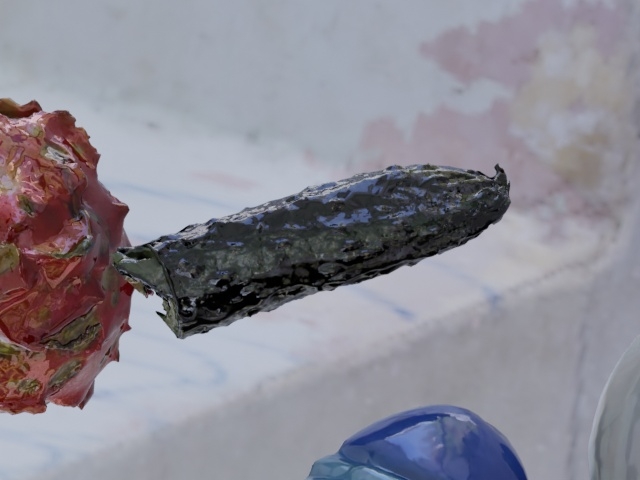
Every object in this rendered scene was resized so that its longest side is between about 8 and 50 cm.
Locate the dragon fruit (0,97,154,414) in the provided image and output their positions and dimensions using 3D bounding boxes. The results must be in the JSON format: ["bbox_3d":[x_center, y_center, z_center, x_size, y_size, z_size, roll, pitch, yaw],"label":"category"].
[{"bbox_3d":[-0.225,0.029,1.386,0.268,0.210,0.205,74,178,-50],"label":"dragon fruit"}]

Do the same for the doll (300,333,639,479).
[{"bbox_3d":[0.067,0.202,0.793,0.376,0.365,0.187,-109,25,-42],"label":"doll"}]

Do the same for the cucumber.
[{"bbox_3d":[0.000,0.000,0.871,0.053,0.181,0.053,163,90,-82],"label":"cucumber"}]
